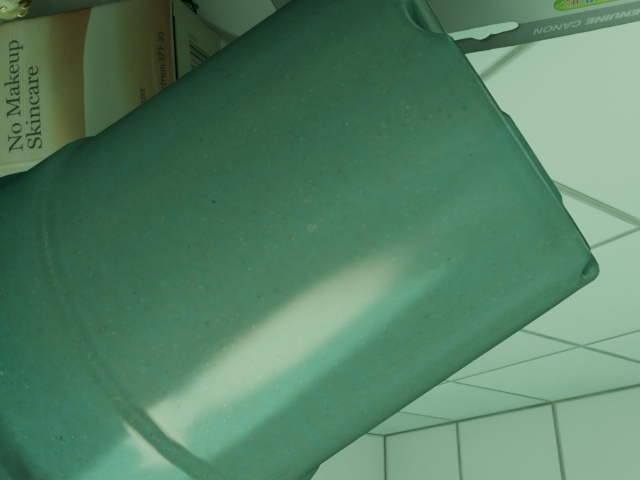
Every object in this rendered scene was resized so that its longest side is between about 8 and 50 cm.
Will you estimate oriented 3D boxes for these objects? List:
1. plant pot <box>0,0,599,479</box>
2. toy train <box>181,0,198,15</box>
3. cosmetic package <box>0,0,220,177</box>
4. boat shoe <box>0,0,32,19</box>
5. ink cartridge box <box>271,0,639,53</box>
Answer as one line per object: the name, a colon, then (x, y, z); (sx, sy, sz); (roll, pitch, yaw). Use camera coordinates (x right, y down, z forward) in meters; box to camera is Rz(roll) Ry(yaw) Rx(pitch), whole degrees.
plant pot: (-0.019, 0.000, 0.456); (0.334, 0.341, 0.341); (-35, 142, 17)
toy train: (-0.145, -0.250, 0.612); (0.023, 0.017, 0.083); (5, 155, 16)
cosmetic package: (-0.259, -0.142, 0.652); (0.295, 0.153, 0.129); (-6, 176, 13)
boat shoe: (-0.304, -0.242, 0.594); (0.169, 0.063, 0.059); (0, 158, 24)
ink cartridge box: (0.101, -0.259, 0.440); (0.309, 0.130, 0.272); (-6, 161, 15)
